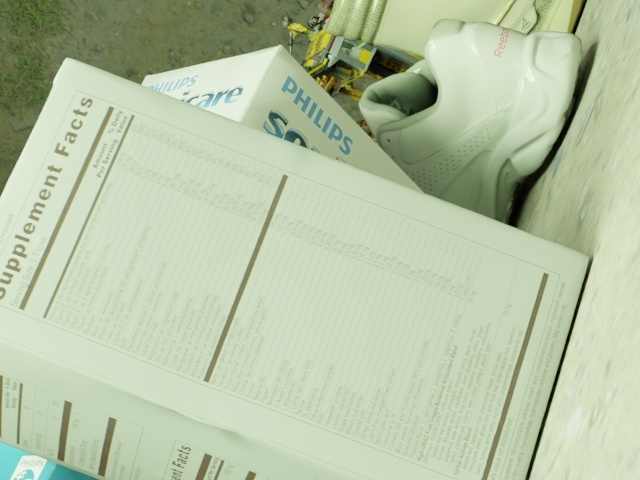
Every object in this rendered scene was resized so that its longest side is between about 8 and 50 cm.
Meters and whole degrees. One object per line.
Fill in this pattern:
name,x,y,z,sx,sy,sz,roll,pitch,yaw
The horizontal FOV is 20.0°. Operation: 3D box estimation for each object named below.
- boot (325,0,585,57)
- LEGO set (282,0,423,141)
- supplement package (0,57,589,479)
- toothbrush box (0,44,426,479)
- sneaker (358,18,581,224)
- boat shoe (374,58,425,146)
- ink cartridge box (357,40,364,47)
boot,0.105,-0.211,1.210,0.077,0.165,0.213,126,163,-84
LEGO set,0.019,-0.114,1.731,0.255,0.192,0.331,-64,11,-1
supplement package,-0.028,0.044,0.803,0.134,0.244,0.139,113,179,-64
toothbrush box,-0.052,0.078,0.983,0.126,0.216,0.295,-5,51,47
sneaker,0.074,-0.055,1.111,0.232,0.115,0.090,112,179,-45
boat shoe,0.087,-0.062,1.271,0.092,0.102,0.285,88,-154,-79
ink cartridge box,0.113,-0.295,1.509,0.255,0.097,0.189,-35,17,26
